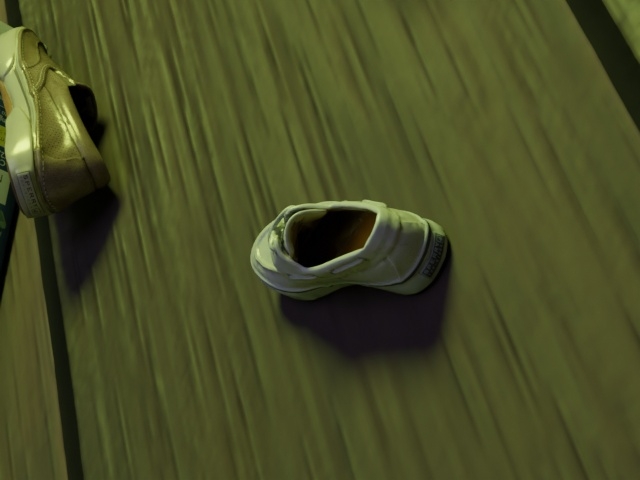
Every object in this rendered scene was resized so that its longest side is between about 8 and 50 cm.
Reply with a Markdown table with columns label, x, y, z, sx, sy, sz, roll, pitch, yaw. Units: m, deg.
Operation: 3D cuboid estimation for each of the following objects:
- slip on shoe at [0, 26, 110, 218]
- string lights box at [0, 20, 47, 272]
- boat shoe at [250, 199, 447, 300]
| label | x | y | z | sx | sy | sz | roll | pitch | yaw |
| --- | --- | --- | --- | --- | --- | --- | --- | --- | --- |
| slip on shoe | -0.121 | -0.058 | 0.897 | 0.041 | 0.051 | 0.135 | -16 | 30 | -1 |
| string lights box | -0.219 | 0.002 | 0.904 | 0.077 | 0.133 | 0.260 | -27 | 46 | 44 |
| boat shoe | 0.000 | 0.000 | 0.671 | 0.100 | 0.035 | 0.035 | 5 | 71 | 57 |
